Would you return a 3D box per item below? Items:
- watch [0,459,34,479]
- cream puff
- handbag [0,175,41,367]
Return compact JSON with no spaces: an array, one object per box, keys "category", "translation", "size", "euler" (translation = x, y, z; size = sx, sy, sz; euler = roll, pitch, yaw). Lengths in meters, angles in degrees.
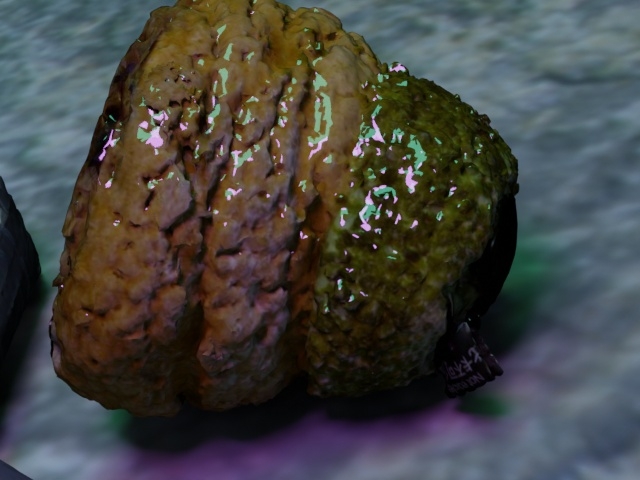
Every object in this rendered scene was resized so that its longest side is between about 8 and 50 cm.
[{"category":"watch","translation":[-0.127,0.209,0.312],"size":[0.335,0.327,0.314],"euler":[-28,32,-16]},{"category":"cream puff","translation":[0.000,0.000,0.778],"size":[0.169,0.183,0.183],"euler":[18,39,7]},{"category":"handbag","translation":[-0.247,0.037,0.901],"size":[0.270,0.088,0.175],"euler":[-2,41,24]}]
